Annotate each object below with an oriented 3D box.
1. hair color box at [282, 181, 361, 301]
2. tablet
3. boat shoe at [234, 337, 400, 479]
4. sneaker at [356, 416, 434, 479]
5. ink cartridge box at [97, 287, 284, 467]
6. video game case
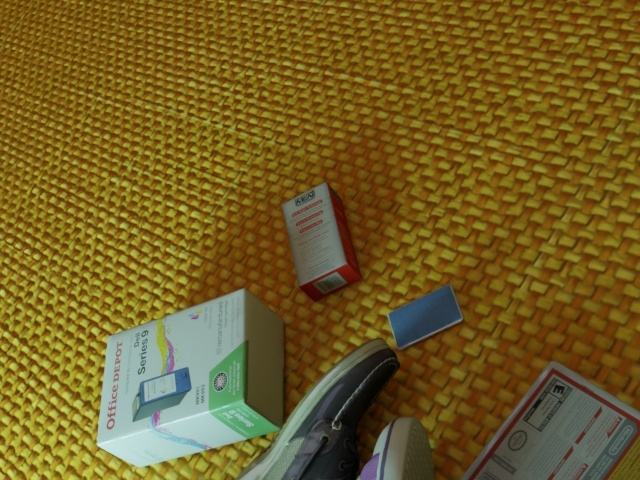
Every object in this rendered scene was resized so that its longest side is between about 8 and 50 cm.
[{"bbox_3d":[0.000,0.000,1.157,0.072,0.043,0.141,-26,49,16],"label":"hair color box"},{"bbox_3d":[0.119,0.087,1.040,0.083,0.006,0.054,-27,47,14],"label":"tablet"},{"bbox_3d":[-0.003,0.231,0.961,0.092,0.103,0.285,38,81,26],"label":"boat shoe"},{"bbox_3d":[0.012,0.299,0.880,0.161,0.102,0.282,1,61,29],"label":"sneaker"},{"bbox_3d":[-0.156,0.169,1.108,0.213,0.093,0.154,-20,50,24],"label":"ink cartridge box"},{"bbox_3d":[0.260,0.255,0.811,0.204,0.025,0.285,-50,45,-8],"label":"video game case"}]
